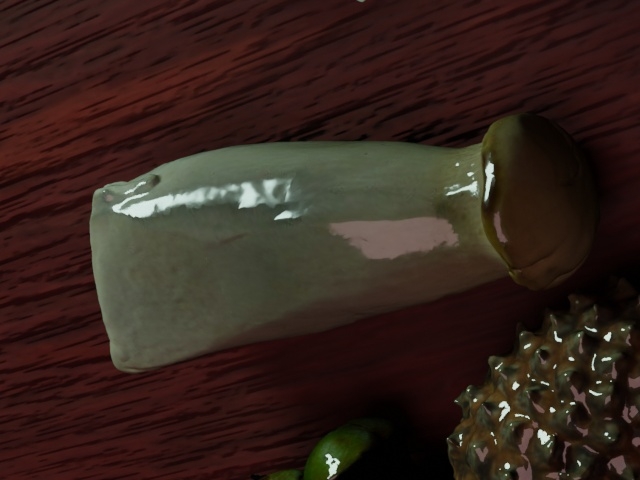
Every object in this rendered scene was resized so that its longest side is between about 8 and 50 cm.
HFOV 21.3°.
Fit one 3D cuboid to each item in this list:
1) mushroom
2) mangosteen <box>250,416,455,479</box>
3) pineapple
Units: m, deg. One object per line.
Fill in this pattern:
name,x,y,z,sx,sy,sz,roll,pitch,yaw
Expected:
mushroom,-0.005,-0.008,1.223,0.407,0.137,0.154,-14,100,29
mangosteen,0.040,0.264,1.330,0.243,0.243,0.243,12,123,19
pineapple,0.239,0.072,1.156,0.175,0.175,0.361,42,115,-3
